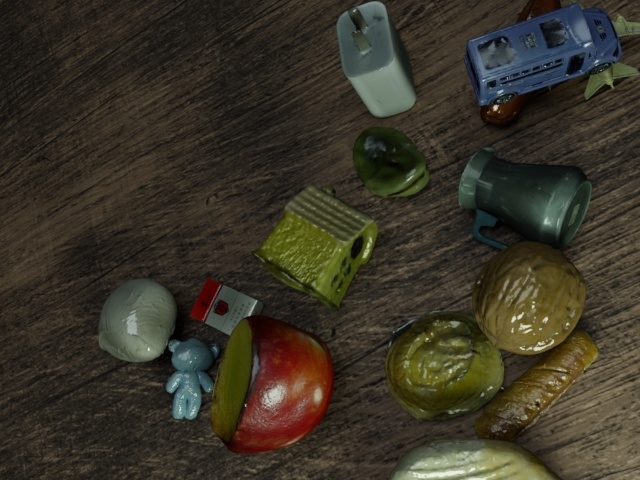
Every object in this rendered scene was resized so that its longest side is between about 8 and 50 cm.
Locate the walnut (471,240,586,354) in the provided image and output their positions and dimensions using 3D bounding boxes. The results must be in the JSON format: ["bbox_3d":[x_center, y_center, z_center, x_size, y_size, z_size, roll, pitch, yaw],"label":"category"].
[{"bbox_3d":[0.381,0.109,1.225,0.213,0.213,0.213,-7,69,19],"label":"walnut"}]

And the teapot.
[{"bbox_3d":[0.398,-0.074,1.317,0.225,0.171,0.203,26,113,34],"label":"teapot"}]

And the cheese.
[{"bbox_3d":[-0.426,0.182,1.538,0.198,0.154,0.189,-6,53,45],"label":"cheese"}]

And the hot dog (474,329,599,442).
[{"bbox_3d":[0.403,0.277,1.235,0.286,0.061,0.088,-48,50,-1],"label":"hot dog"}]

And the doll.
[{"bbox_3d":[-0.297,0.312,1.504,0.120,0.075,0.180,9,87,-18],"label":"doll"}]

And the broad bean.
[{"bbox_3d":[0.156,-0.176,1.498,0.153,0.072,0.206,-49,50,-3],"label":"broad bean"}]

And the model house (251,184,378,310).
[{"bbox_3d":[0.000,0.000,1.429,0.193,0.175,0.234,30,87,28],"label":"model house"}]

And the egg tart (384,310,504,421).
[{"bbox_3d":[0.234,0.241,1.299,0.252,0.098,0.232,8,71,28],"label":"egg tart"}]

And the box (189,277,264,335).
[{"bbox_3d":[-0.217,0.160,1.532,0.152,0.048,0.100,21,79,25],"label":"box"}]

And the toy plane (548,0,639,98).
[{"bbox_3d":[0.573,-0.423,1.400,0.229,0.092,0.244,-26,66,27],"label":"toy plane"}]

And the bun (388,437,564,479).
[{"bbox_3d":[0.266,0.519,1.113,0.365,0.219,0.365,-3,63,5],"label":"bun"}]

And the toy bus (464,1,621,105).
[{"bbox_3d":[0.441,-0.378,1.307,0.292,0.133,0.126,-16,76,9],"label":"toy bus"}]

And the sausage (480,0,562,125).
[{"bbox_3d":[0.441,-0.398,1.439,0.102,0.102,0.330,22,83,27],"label":"sausage"}]

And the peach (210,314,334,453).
[{"bbox_3d":[-0.102,0.299,1.327,0.245,0.248,0.275,22,85,4],"label":"peach"}]

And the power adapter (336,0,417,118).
[{"bbox_3d":[0.117,-0.419,1.489,0.124,0.255,0.187,-16,66,19],"label":"power adapter"}]
